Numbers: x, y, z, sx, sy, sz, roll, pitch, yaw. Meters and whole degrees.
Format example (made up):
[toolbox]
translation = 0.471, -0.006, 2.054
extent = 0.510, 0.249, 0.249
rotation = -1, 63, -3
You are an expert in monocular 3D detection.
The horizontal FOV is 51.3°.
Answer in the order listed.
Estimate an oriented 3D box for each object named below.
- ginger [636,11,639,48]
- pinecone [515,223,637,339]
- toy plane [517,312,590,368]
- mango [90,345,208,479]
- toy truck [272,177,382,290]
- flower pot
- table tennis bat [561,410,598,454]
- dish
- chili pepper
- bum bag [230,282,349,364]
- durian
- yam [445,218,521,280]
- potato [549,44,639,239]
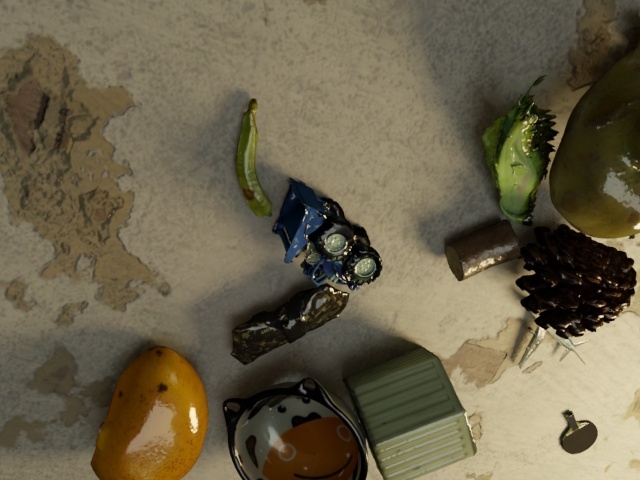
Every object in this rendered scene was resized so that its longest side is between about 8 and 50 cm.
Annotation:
[ginger]
translation = 0.621, -0.337, 1.144
extent = 0.216, 0.102, 0.157
rotation = 22, 104, -24
[pinecone]
translation = 0.474, 0.085, 1.261
extent = 0.221, 0.221, 0.221
rotation = -7, 118, -12
[toy plane]
translation = 0.494, 0.187, 1.408
extent = 0.226, 0.058, 0.226
rotation = -41, 117, 13
[mango]
translation = -0.298, 0.330, 1.209
extent = 0.191, 0.160, 0.290
rotation = 13, 103, -15
[toy truck]
translation = 0.000, 0.000, 1.140
extent = 0.126, 0.113, 0.208
rotation = -41, 119, 9
[flower pot]
translation = 0.170, 0.341, 1.309
extent = 0.190, 0.239, 0.209
rotation = -21, 91, -3
[table tennis bat]
translation = 0.621, 0.464, 1.613
extent = 0.095, 0.014, 0.158
rotation = -31, 122, 3
[dish]
translation = -0.034, 0.378, 1.293
extent = 0.303, 0.120, 0.303
rotation = 5, 108, 14
[chili pepper]
translation = -0.113, -0.123, 1.084
extent = 0.049, 0.043, 0.208
rotation = -6, 118, 2
[bum bag]
translation = -0.060, 0.150, 1.224
extent = 0.248, 0.069, 0.102
rotation = -31, 157, 0
[durian]
translation = 0.345, -0.156, 1.145
extent = 0.132, 0.106, 0.375
rotation = -6, 145, 13
[yam]
translation = 0.306, 0.018, 1.253
extent = 0.127, 0.084, 0.084
rotation = -21, 120, -5
[potato]
translation = 0.512, -0.168, 1.084
extent = 0.218, 0.202, 0.351
rotation = 23, 104, 9
